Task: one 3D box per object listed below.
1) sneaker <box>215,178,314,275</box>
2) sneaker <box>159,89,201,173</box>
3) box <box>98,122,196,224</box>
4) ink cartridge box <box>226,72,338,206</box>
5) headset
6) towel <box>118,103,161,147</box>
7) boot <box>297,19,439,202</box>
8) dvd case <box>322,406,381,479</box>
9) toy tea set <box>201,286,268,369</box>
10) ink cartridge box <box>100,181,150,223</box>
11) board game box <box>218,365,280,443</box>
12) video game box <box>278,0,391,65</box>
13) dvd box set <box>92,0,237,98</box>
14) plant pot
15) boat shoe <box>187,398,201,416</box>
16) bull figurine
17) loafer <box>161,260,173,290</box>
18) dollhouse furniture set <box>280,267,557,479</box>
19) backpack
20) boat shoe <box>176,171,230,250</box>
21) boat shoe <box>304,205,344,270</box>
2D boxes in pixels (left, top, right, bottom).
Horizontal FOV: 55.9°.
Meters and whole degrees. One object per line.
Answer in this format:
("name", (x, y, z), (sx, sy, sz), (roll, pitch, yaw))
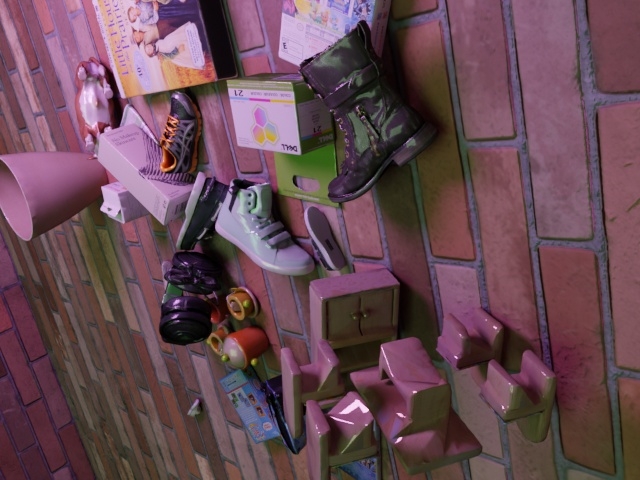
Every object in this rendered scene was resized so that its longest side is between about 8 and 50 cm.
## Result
("sneaker", (-0.111, -0.035, 1.287), (0.255, 0.094, 0.151), (30, 122, 19))
("sneaker", (-0.338, -0.248, 1.428), (0.084, 0.083, 0.215), (32, 130, 34))
("box", (-0.438, -0.172, 1.539), (0.275, 0.113, 0.094), (41, 136, 15))
("ink cartridge box", (-0.067, -0.185, 1.160), (0.188, 0.097, 0.255), (15, 120, 42))
("headset", (-0.349, 0.132, 1.510), (0.394, 0.185, 0.244), (-19, 59, 58))
("towel", (-0.488, -0.276, 1.621), (0.152, 0.023, 0.113), (52, 140, 12))
("boot", (0.045, -0.203, 0.992), (0.229, 0.091, 0.263), (47, 131, -10))
("dvd case", (0.067, 0.455, 1.425), (0.180, 0.022, 0.253), (20, 125, 41))
("toy tea set", (-0.277, 0.239, 1.596), (0.336, 0.124, 0.200), (-13, 101, 49))
("ink cartridge box", (-0.522, -0.113, 1.652), (0.092, 0.143, 0.090), (18, 123, 40))
("board game box", (-0.191, 0.459, 1.692), (0.212, 0.039, 0.160), (59, 140, 6))
("video game box", (0.019, -0.368, 1.005), (0.205, 0.048, 0.187), (33, 135, 30))
("dvd box set", (-0.365, -0.489, 1.341), (0.420, 0.062, 0.308), (7, 115, 45))
("plant pot", (-0.795, -0.165, 1.817), (0.256, 0.274, 0.257), (25, 127, 38))
("boat shoe", (-0.410, 0.556, 1.990), (0.035, 0.035, 0.100), (30, 132, -3))
("bull figurine", (-0.601, -0.331, 1.624), (0.188, 0.101, 0.311), (-146, 48, -61))
("loafer", (-0.443, 0.120, 1.782), (0.039, 0.045, 0.125), (13, 114, 62))
("dollhouse furniture set", (0.114, 0.257, 1.024), (0.394, 0.361, 0.257), (-128, 32, -58))
("backpack", (-0.060, 0.407, 1.433), (0.158, 0.116, 0.173), (171, 79, -77))
("boat shoe", (-0.283, -0.049, 1.463), (0.091, 0.114, 0.302), (20, 151, -9))
("boat shoe", (0.000, 0.000, 1.227), (0.040, 0.049, 0.142), (-21, 96, 51))
